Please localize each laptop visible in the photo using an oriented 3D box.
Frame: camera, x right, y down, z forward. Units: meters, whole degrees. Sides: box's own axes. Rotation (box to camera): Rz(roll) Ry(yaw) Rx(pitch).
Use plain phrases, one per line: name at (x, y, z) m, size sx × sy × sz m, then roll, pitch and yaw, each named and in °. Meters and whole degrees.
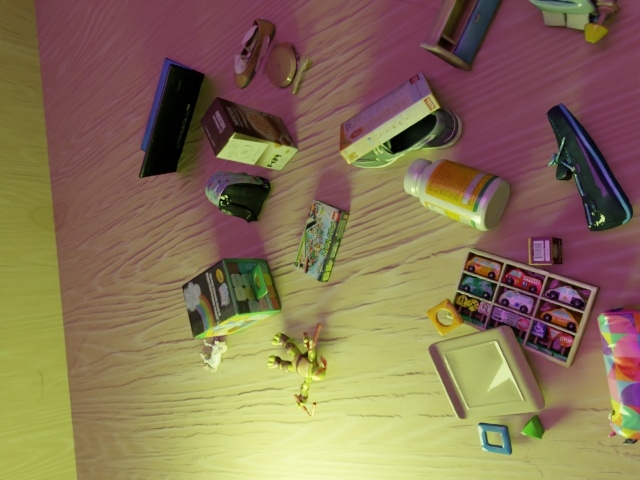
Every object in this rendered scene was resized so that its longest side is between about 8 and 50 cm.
laptop at (-0.597, -0.460, 1.725) m, size 0.236 × 0.408 × 0.381 m, roll 22°, pitch 105°, yaw 3°

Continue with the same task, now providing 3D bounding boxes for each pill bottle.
pill bottle at (0.293, -0.111, 1.054) m, size 0.208 × 0.118 × 0.117 m, roll 28°, pitch 106°, yaw 36°

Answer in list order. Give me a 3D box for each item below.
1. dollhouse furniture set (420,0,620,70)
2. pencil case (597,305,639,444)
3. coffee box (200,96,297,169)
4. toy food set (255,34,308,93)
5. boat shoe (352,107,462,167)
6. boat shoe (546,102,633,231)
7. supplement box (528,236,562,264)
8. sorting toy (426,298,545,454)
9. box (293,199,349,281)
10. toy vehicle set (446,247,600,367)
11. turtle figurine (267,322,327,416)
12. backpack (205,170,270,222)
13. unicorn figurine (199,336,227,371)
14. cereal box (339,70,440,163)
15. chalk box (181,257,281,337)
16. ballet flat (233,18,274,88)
dollhouse furniture set at (0.348, -0.438, 0.912) m, size 0.303 × 0.286 × 0.198 m, roll 39°, pitch 113°, yaw 46°
pencil case at (0.553, 0.235, 0.845) m, size 0.104 × 0.104 × 0.236 m, roll -7°, pitch 83°, yaw 39°
coffee box at (-0.202, -0.302, 1.380) m, size 0.098 × 0.246 × 0.141 m, roll -43°, pitch 64°, yaw 30°
toy food set at (-0.113, -0.533, 1.457) m, size 0.192 × 0.038 × 0.132 m, roll 39°, pitch 120°, yaw 27°
boat shoe at (0.176, -0.252, 1.165) m, size 0.319 × 0.099 × 0.116 m, roll -6°, pitch 87°, yaw 40°
boat shoe at (0.485, -0.138, 0.907) m, size 0.089 × 0.109 × 0.258 m, roll -33°, pitch 66°, yaw 37°
supplement box at (0.446, 0.022, 0.946) m, size 0.043 × 0.083 × 0.055 m, roll -3°, pitch 87°, yaw 39°
sorting toy at (0.350, 0.280, 1.022) m, size 0.196 × 0.047 × 0.347 m, roll -27°, pitch 84°, yaw 38°
box at (0.000, 0.000, 1.341) m, size 0.114 × 0.036 × 0.207 m, roll 25°, pitch 104°, yaw 37°
toy vehicle set at (0.412, 0.131, 1.001) m, size 0.267 × 0.035 × 0.166 m, roll 20°, pitch 101°, yaw 38°
turtle figurine at (-0.052, 0.332, 1.340) m, size 0.217 × 0.087 × 0.269 m, roll 16°, pitch 108°, yaw 46°
backpack at (-0.257, -0.140, 1.462) m, size 0.115 × 0.182 × 0.152 m, roll 33°, pitch 110°, yaw 35°
unicorn figurine at (-0.357, 0.372, 1.613) m, size 0.111 × 0.060 × 0.161 m, roll 23°, pitch 119°, yaw 37°
cereal box at (0.155, -0.291, 1.126) m, size 0.240 × 0.047 × 0.173 m, roll -29°, pitch 28°, yaw 22°
chalk box at (-0.252, 0.164, 1.452) m, size 0.289 × 0.179 × 0.180 m, roll -29°, pitch 70°, yaw 34°
ballet flat at (-0.234, -0.601, 1.528) m, size 0.080 × 0.073 × 0.232 m, roll 48°, pitch 117°, yaw 30°
